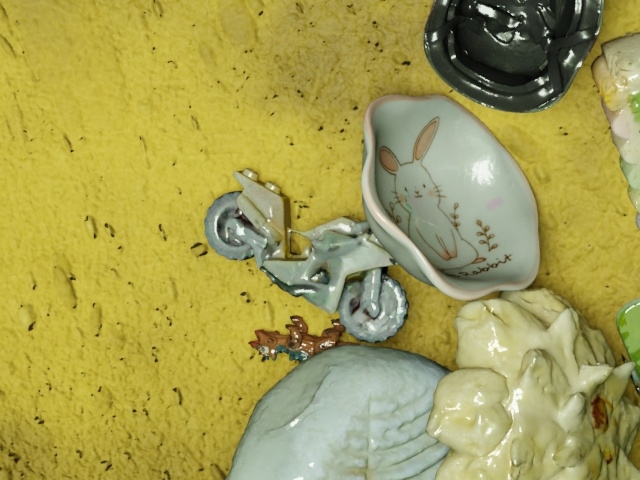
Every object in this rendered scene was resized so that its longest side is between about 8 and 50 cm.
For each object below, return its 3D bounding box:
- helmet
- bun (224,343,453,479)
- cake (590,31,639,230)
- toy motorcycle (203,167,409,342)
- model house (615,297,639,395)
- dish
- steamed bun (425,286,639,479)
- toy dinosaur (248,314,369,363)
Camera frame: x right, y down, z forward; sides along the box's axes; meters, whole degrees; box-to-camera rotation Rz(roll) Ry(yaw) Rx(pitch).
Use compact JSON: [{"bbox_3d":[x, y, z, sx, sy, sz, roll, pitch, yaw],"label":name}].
[{"bbox_3d":[0.183,-0.211,1.466,0.153,0.107,0.177,26,103,5],"label":"helmet"},{"bbox_3d":[0.035,0.262,1.523,0.194,0.354,0.354,2,111,48],"label":"bun"},{"bbox_3d":[0.337,-0.089,1.495,0.109,0.090,0.225,-18,103,7],"label":"cake"},{"bbox_3d":[0.000,0.000,1.561,0.229,0.094,0.130,31,102,11],"label":"toy motorcycle"},{"bbox_3d":[0.443,0.196,1.448,0.242,0.313,0.358,-22,101,9],"label":"model house"},{"bbox_3d":[0.105,-0.029,1.497,0.229,0.229,0.081,47,133,-7],"label":"dish"},{"bbox_3d":[0.225,0.193,1.483,0.137,0.295,0.292,-3,150,36],"label":"steamed bun"},{"bbox_3d":[0.001,0.110,1.605,0.154,0.049,0.055,9,104,9],"label":"toy dinosaur"}]
